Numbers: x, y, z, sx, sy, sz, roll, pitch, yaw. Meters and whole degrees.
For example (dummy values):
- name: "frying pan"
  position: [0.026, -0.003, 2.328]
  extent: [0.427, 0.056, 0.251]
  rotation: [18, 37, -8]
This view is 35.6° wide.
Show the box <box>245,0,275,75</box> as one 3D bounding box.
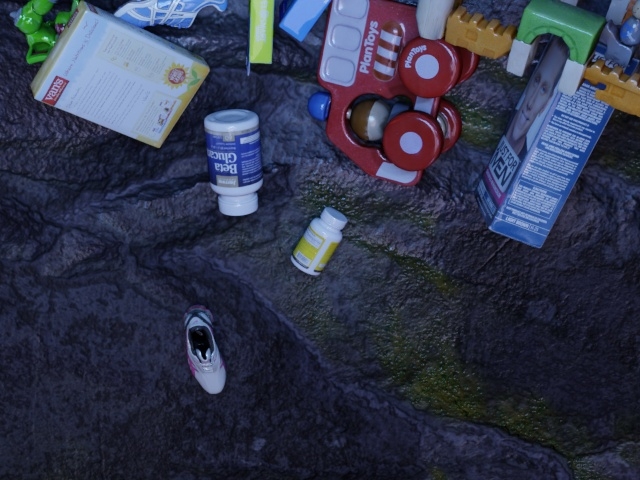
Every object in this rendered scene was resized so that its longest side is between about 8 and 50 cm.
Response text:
- name: "box"
  position: [-0.096, -0.365, 1.611]
  extent: [0.042, 0.109, 0.178]
  rotation: [2, 114, -5]

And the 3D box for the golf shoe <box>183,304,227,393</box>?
- name: "golf shoe"
  position: [-0.221, 0.219, 1.879]
  extent: [0.068, 0.086, 0.186]
  rotation: [-12, 115, 1]

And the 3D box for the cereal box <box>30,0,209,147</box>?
- name: "cereal box"
  position: [-0.324, -0.266, 1.627]
  extent: [0.240, 0.047, 0.173]
  rotation: [22, 116, -38]

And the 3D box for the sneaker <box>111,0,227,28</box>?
- name: "sneaker"
  position: [-0.249, -0.375, 1.616]
  extent: [0.211, 0.080, 0.081]
  rotation: [-22, 110, 8]

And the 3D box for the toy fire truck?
- name: "toy fire truck"
  position: [0.111, -0.255, 1.661]
  extent: [0.254, 0.169, 0.302]
  rotation: [19, 113, 15]

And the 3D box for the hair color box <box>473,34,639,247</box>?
- name: "hair color box"
  position: [0.386, -0.182, 1.680]
  extent: [0.105, 0.174, 0.347]
  rotation: [20, 111, -10]

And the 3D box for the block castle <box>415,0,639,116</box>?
- name: "block castle"
  position: [0.391, -0.374, 1.443]
  extent: [0.453, 0.303, 0.212]
  rotation: [26, 136, 17]

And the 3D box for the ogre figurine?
- name: "ogre figurine"
  position: [-0.418, -0.331, 1.614]
  extent: [0.118, 0.096, 0.197]
  rotation: [-15, 154, 8]

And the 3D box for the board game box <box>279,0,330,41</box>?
- name: "board game box"
  position: [0.012, -0.425, 1.563]
  extent: [0.047, 0.160, 0.210]
  rotation: [33, 108, -15]

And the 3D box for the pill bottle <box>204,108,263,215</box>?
- name: "pill bottle"
  position: [-0.147, -0.133, 1.720]
  extent: [0.094, 0.094, 0.169]
  rotation: [-4, 114, -1]

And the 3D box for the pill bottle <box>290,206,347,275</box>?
- name: "pill bottle"
  position: [0.000, 0.000, 1.802]
  extent: [0.065, 0.065, 0.116]
  rotation: [27, 110, -14]
